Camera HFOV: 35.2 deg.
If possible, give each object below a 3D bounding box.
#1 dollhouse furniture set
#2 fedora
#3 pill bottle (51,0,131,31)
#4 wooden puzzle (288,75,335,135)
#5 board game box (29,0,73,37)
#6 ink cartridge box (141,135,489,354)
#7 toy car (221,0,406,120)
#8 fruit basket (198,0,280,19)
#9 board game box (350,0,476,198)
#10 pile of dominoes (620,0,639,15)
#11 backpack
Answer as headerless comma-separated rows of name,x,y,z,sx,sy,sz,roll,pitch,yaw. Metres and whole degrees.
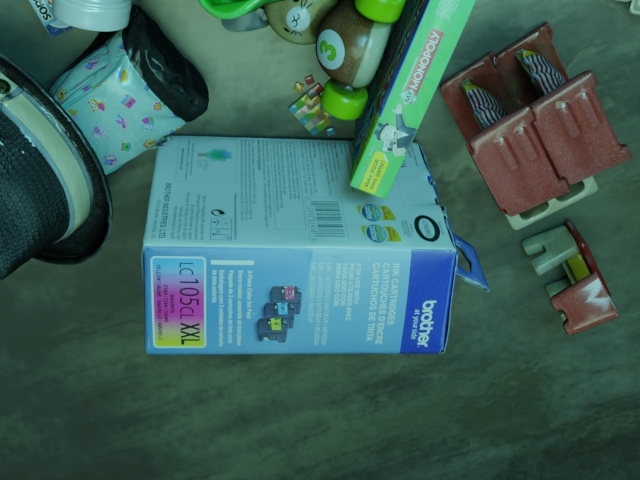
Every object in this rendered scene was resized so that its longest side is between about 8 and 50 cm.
dollhouse furniture set,0.299,-0.048,1.218,0.152,0.201,0.374,-28,118,11
fedora,-0.400,-0.066,1.106,0.334,0.152,0.334,19,136,19
pill bottle,-0.225,-0.313,1.031,0.108,0.108,0.180,9,119,-10
wooden puzzle,-0.006,-0.161,1.238,0.049,0.006,0.083,-38,116,16
board game box,-0.282,-0.339,1.094,0.136,0.035,0.201,-23,119,8
ink cartridge box,0.000,0.000,1.179,0.395,0.270,0.151,0,122,-4
toy car,-0.014,-0.250,1.119,0.188,0.149,0.155,19,128,-3
fruit basket,-0.082,-0.405,0.831,0.283,0.392,0.392,-36,117,15
board game box,0.113,-0.227,1.089,0.046,0.213,0.317,21,116,-6
pile of dominoes,0.323,-0.391,1.130,0.251,0.040,0.196,27,116,-10
backpack,-0.237,-0.159,1.158,0.182,0.115,0.152,-30,121,15
